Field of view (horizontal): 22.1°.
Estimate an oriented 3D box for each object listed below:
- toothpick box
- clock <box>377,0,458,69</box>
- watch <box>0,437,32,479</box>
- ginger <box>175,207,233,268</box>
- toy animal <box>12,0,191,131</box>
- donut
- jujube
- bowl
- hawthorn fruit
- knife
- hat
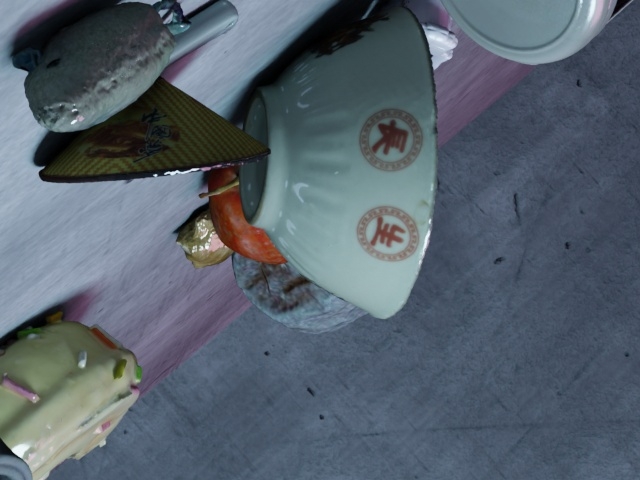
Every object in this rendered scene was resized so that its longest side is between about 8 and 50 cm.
[{"bbox_3d":[0.265,-0.340,1.692,0.316,0.229,0.229,-40,175,-39],"label":"toothpick box"},{"bbox_3d":[0.114,-0.259,1.845,0.176,0.080,0.117,152,-46,-73],"label":"clock"},{"bbox_3d":[-0.418,0.256,1.363,0.335,0.314,0.327,-13,141,-56],"label":"watch"},{"bbox_3d":[-0.129,-0.014,2.166,0.165,0.067,0.096,-35,150,-51],"label":"ginger"},{"bbox_3d":[-0.137,-0.139,1.150,0.079,0.070,0.253,-7,-158,20],"label":"toy animal"},{"bbox_3d":[-0.366,0.224,1.938,0.371,0.150,0.307,-37,172,-46],"label":"donut"},{"bbox_3d":[0.007,-0.002,2.300,0.308,0.246,0.215,-24,-166,47],"label":"jujube"},{"bbox_3d":[0.003,-0.087,1.742,0.157,0.337,0.337,2,160,-15],"label":"bowl"},{"bbox_3d":[-0.067,-0.062,1.923,0.162,0.162,0.203,-41,157,0],"label":"hawthorn fruit"},{"bbox_3d":[-0.126,-0.147,1.306,0.162,0.023,0.044,-39,180,-34],"label":"knife"},{"bbox_3d":[-0.140,-0.100,1.347,0.193,0.082,0.193,-7,-171,1],"label":"hat"}]
